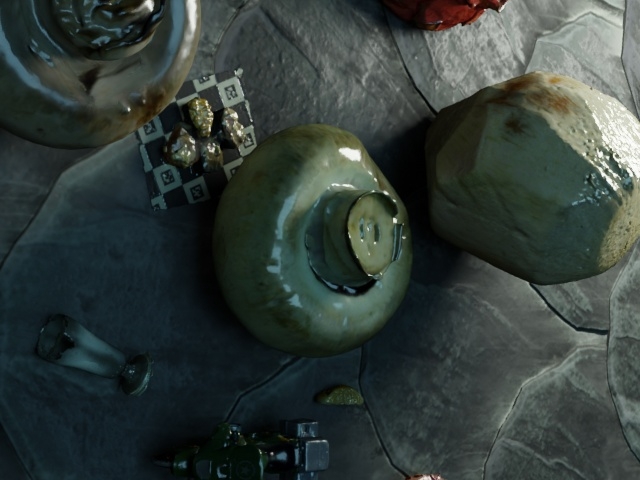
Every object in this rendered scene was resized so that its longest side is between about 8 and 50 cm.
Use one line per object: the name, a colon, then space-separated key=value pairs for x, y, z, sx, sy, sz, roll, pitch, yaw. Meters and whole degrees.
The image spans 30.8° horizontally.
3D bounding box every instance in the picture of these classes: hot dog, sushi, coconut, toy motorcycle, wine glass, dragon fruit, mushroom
hot dog: x=0.033 y=0.255 z=1.922 sx=0.090 sy=0.030 sz=0.034 roll=9 pitch=84 yaw=-39
sushi: x=-0.172 y=-0.152 z=1.749 sx=0.210 sy=0.040 sz=0.192 roll=-18 pitch=101 yaw=-37
coconut: x=0.352 y=-0.118 z=1.968 sx=0.415 sy=0.415 sz=0.344 roll=17 pitch=106 yaw=-37
toy motorcycle: x=-0.099 y=0.323 z=1.720 sx=0.275 sy=0.187 sz=0.125 roll=1 pitch=89 yaw=-40
wine glass: x=-0.312 y=0.161 z=1.623 sx=0.155 sy=0.072 sz=0.072 roll=32 pitch=71 yaw=-35
dragon fruit: x=0.286 y=-0.455 z=2.006 sx=0.317 sy=0.205 sz=0.152 roll=-47 pitch=118 yaw=-28
mushroom: x=0.000 y=0.000 z=1.749 sx=0.352 sy=0.260 sz=0.352 roll=0 pitch=90 yaw=-44
mushroom: x=-0.309 y=-0.298 z=1.477 sx=0.362 sy=0.294 sz=0.362 roll=-2 pitch=93 yaw=-37

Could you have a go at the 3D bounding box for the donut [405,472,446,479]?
donut: x=0.181 y=0.458 z=2.020 sx=0.166 sy=0.065 sz=0.117 roll=26 pitch=76 yaw=-37
